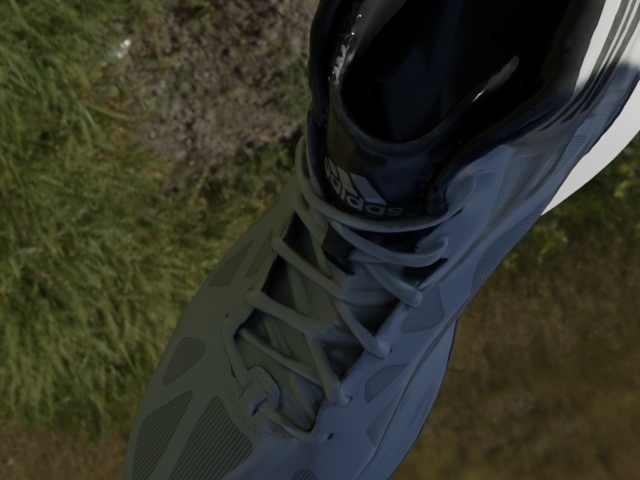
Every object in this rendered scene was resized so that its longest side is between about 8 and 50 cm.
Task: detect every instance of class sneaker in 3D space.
[{"bbox_3d":[0.000,-0.001,0.539,0.448,0.169,0.257,-53,160,7],"label":"sneaker"}]
